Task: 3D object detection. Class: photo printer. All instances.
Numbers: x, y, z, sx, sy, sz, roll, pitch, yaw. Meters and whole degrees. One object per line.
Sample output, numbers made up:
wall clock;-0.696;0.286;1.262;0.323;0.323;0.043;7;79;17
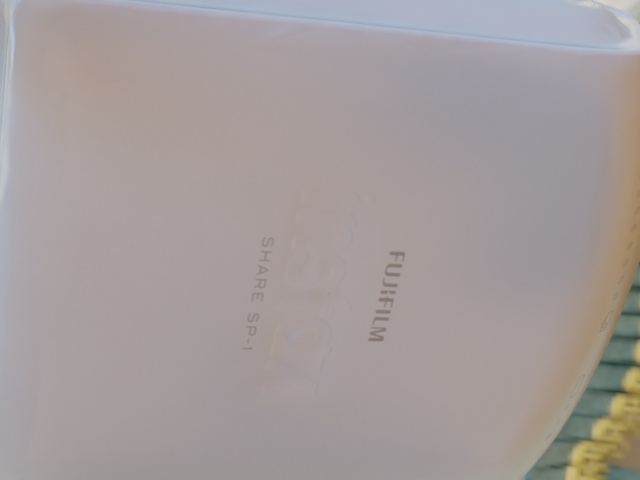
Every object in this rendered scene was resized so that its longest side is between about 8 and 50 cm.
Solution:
photo printer;0.000;0.000;0.589;0.308;0.107;0.256;3;-63;-19
